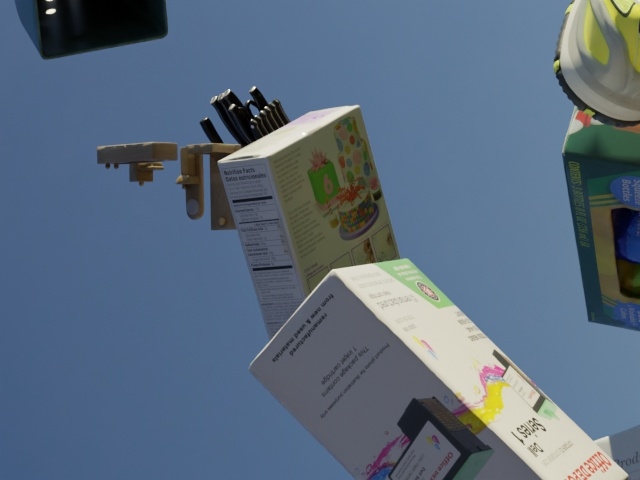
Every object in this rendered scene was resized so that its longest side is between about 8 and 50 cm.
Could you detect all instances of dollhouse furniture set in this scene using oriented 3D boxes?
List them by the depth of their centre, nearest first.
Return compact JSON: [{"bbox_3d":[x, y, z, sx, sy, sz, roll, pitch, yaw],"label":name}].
[{"bbox_3d":[-0.216,-0.075,2.302,0.151,0.144,0.123,-1,-91,-51],"label":"dollhouse furniture set"}]

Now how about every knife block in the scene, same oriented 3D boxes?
[{"bbox_3d":[-0.098,-0.111,2.662,0.088,0.242,0.276,-45,-27,-41],"label":"knife block"}]

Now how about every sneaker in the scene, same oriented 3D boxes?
[{"bbox_3d":[0.321,-0.287,1.440,0.147,0.145,0.385,135,151,-62],"label":"sneaker"}]

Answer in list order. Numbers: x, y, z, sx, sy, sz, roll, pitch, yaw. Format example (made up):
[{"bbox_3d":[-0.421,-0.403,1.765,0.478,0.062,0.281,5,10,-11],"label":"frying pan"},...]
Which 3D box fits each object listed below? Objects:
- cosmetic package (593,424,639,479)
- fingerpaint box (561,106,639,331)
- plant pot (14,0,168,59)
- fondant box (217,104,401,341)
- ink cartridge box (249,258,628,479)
[{"bbox_3d":[0.569,0.401,1.910,0.327,0.329,0.394,28,-134,-49],"label":"cosmetic package"},{"bbox_3d":[0.516,-0.020,2.015,0.445,0.371,0.163,68,-142,-58],"label":"fingerpaint box"},{"bbox_3d":[-0.315,-0.356,2.039,0.165,0.234,0.166,-13,-61,-21],"label":"plant pot"},{"bbox_3d":[0.000,0.000,2.287,0.238,0.096,0.330,-33,-66,-50],"label":"fondant box"},{"bbox_3d":[0.104,0.152,1.318,0.117,0.278,0.201,-49,-14,15],"label":"ink cartridge box"}]
